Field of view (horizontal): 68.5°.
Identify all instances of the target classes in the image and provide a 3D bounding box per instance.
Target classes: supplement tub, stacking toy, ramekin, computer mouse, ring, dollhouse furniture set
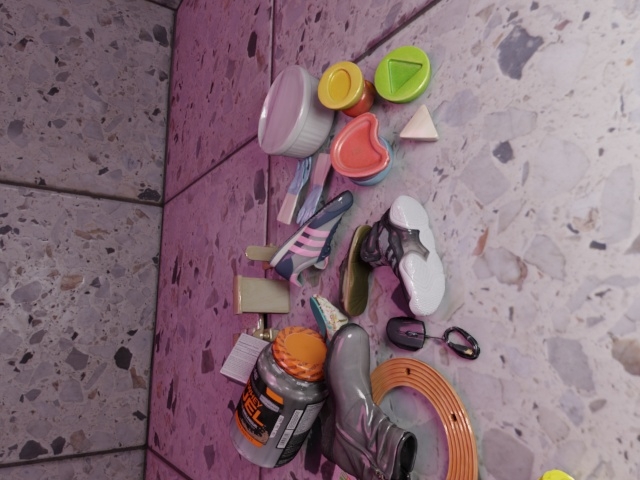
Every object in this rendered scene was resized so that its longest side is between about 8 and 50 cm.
[{"bbox_3d":[-0.095,0.404,1.225,0.207,0.207,0.338,51,125,48],"label":"supplement tub"},{"bbox_3d":[0.153,-0.292,1.126,0.280,0.130,0.308,-14,73,27],"label":"stacking toy"},{"bbox_3d":[-0.069,-0.368,1.395,0.273,0.127,0.272,-24,59,50],"label":"ramekin"},{"bbox_3d":[0.214,0.197,0.951,0.242,0.041,0.071,-2,81,56],"label":"computer mouse"},{"bbox_3d":[0.187,0.410,0.960,0.337,0.032,0.336,-18,68,55],"label":"ring"},{"bbox_3d":[-0.266,0.190,1.555,0.356,0.174,0.303,-23,65,53],"label":"dollhouse furniture set"}]

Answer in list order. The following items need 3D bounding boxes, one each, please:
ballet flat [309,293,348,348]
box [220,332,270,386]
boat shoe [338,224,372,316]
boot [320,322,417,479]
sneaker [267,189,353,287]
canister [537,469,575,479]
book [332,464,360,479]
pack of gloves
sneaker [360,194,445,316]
[{"bbox_3d":[0.044,0.230,1.170,0.091,0.077,0.241,98,154,-46],"label":"ballet flat"},{"bbox_3d":[-0.205,0.363,1.396,0.126,0.072,0.137,13,59,27],"label":"box"},{"bbox_3d":[0.079,0.069,1.144,0.073,0.080,0.223,14,100,51],"label":"boat shoe"},{"bbox_3d":[0.112,0.356,0.974,0.223,0.118,0.338,14,107,54],"label":"boot"},{"bbox_3d":[0.000,0.000,1.281,0.131,0.112,0.319,46,118,-2],"label":"sneaker"},{"bbox_3d":[0.337,0.445,0.687,0.126,0.073,0.169,52,127,48],"label":"canister"},{"bbox_3d":[0.082,0.583,1.087,0.144,0.035,0.096,35,117,52],"label":"book"},{"bbox_3d":[-0.035,-0.147,1.408,0.195,0.046,0.232,23,94,57],"label":"pack of gloves"},{"bbox_3d":[0.169,0.048,1.000,0.153,0.101,0.268,-39,47,47],"label":"sneaker"}]
